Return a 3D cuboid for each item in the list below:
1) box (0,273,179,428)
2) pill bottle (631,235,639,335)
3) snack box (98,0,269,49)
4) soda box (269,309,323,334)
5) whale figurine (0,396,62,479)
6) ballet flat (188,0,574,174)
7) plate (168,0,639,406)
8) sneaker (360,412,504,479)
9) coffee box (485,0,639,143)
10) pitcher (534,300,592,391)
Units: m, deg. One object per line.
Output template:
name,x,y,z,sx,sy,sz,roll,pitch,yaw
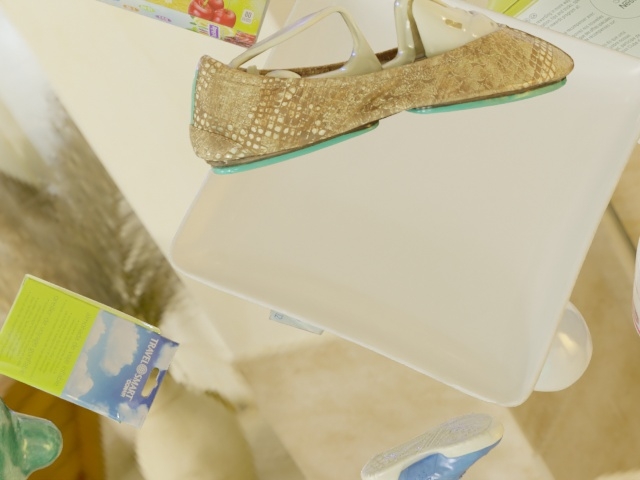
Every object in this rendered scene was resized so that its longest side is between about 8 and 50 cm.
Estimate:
box,-0.254,0.119,1.496,0.109,0.178,0.042,-65,12,1
pill bottle,0.454,0.038,1.653,0.160,0.160,0.283,-34,-24,-5
snack box,-0.134,-0.296,1.315,0.070,0.207,0.174,133,155,-83
soda box,0.000,0.000,2.202,0.098,0.091,0.286,119,167,-52
whale figurine,-0.282,0.215,1.050,0.216,0.272,0.141,-34,22,-11
ballet flat,0.032,-0.089,0.703,0.206,0.067,0.073,-16,16,-16
plate,0.070,-0.047,1.010,0.045,0.277,0.278,72,-138,-68
sneaker,0.123,0.228,1.347,0.152,0.084,0.058,-27,16,20
coffee box,0.423,-0.331,1.492,0.338,0.334,0.338,-33,34,55
pitcher,0.217,0.109,1.724,0.178,0.207,0.125,-32,33,40
